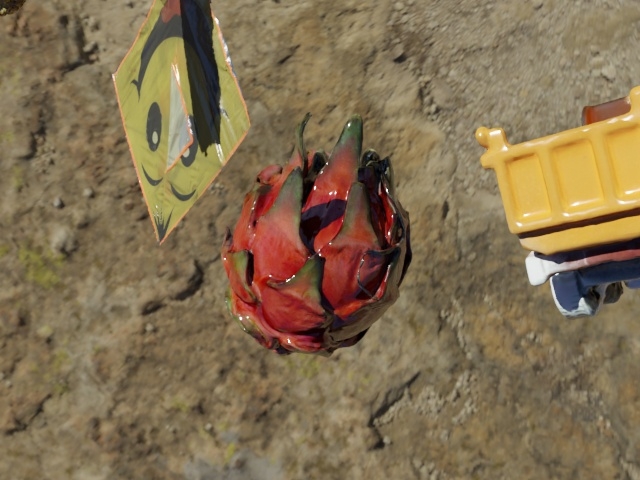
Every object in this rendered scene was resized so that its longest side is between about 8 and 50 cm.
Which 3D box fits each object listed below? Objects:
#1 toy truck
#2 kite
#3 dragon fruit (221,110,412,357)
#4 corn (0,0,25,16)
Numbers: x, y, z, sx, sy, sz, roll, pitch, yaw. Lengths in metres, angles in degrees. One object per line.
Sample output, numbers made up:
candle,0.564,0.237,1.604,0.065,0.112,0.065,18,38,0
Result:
toy truck,0.203,-0.034,0.564,0.114,0.270,0.135,-13,89,34
kite,-0.187,-0.152,1.132,0.377,0.013,0.327,22,110,51
dragon fruit,0.000,0.000,0.918,0.193,0.192,0.274,32,115,4
corn,-0.298,-0.313,0.916,0.068,0.207,0.068,11,153,5
